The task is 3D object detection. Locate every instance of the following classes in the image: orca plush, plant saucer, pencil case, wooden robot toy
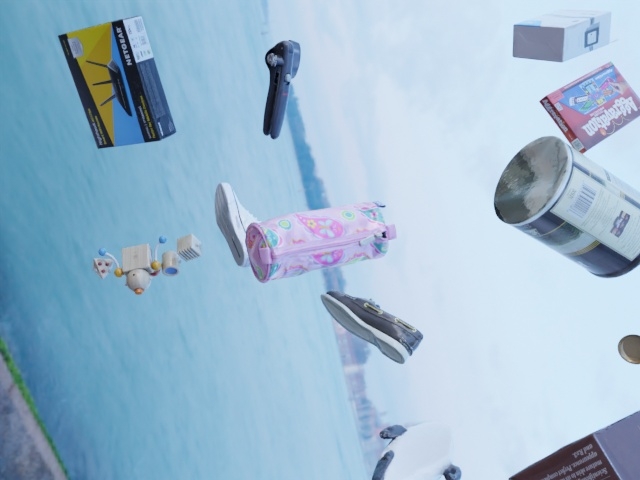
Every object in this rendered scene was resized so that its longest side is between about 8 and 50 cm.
[{"bbox_3d":[0.151,0.414,1.156,0.287,0.151,0.102,-51,158,-66],"label":"orca plush"},{"bbox_3d":[0.814,0.279,1.770,0.015,0.084,0.083,-24,104,-55],"label":"plant saucer"},{"bbox_3d":[0.000,0.000,1.315,0.124,0.284,0.124,32,-53,57],"label":"pencil case"},{"bbox_3d":[-0.261,0.050,1.027,0.076,0.174,0.079,78,0,-54],"label":"wooden robot toy"}]

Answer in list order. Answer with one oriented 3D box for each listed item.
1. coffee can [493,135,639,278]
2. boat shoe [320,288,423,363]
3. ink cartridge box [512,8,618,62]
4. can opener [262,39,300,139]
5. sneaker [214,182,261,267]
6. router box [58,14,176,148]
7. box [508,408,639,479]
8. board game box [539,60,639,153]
[{"bbox_3d":[0.532,-0.067,1.424,0.201,0.276,0.201,-49,-155,33],"label":"coffee can"},{"bbox_3d":[0.098,0.155,1.344,0.228,0.069,0.081,33,-26,33],"label":"boat shoe"},{"bbox_3d":[0.436,-0.367,1.209,0.104,0.180,0.060,23,-50,46],"label":"ink cartridge box"},{"bbox_3d":[-0.075,-0.280,1.275,0.059,0.073,0.186,32,-65,55],"label":"can opener"},{"bbox_3d":[-0.204,-0.040,1.775,0.094,0.091,0.258,-51,-128,44],"label":"sneaker"},{"bbox_3d":[-0.304,-0.234,1.031,0.046,0.133,0.178,-44,126,-54],"label":"router box"},{"bbox_3d":[0.486,0.323,1.009,0.143,0.382,0.191,62,-39,24],"label":"box"},{"bbox_3d":[0.602,-0.293,1.496,0.145,0.281,0.027,57,-35,6],"label":"board game box"}]
